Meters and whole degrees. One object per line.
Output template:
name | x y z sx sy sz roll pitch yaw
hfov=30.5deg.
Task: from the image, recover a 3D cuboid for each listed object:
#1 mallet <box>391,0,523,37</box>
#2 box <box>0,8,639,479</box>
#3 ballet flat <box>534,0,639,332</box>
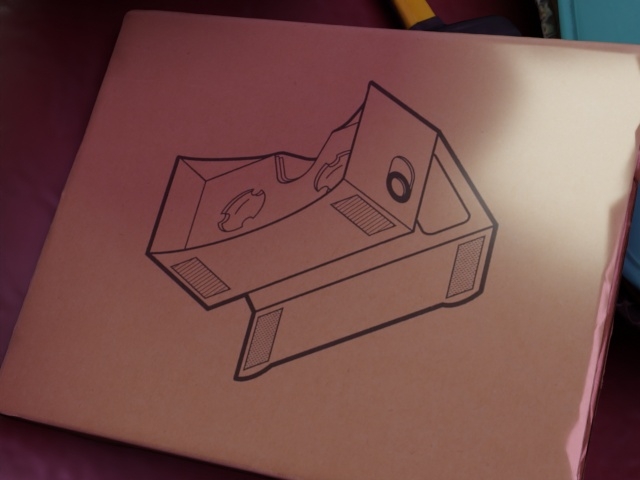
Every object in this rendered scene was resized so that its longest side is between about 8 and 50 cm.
mallet | 0.012 -0.128 0.493 0.062 0.039 0.190 -31 81 -25
box | 0.000 0.000 0.400 0.201 0.021 0.164 8 71 21
ballet flat | 0.147 -0.187 0.490 0.182 0.164 0.483 3 75 -55
